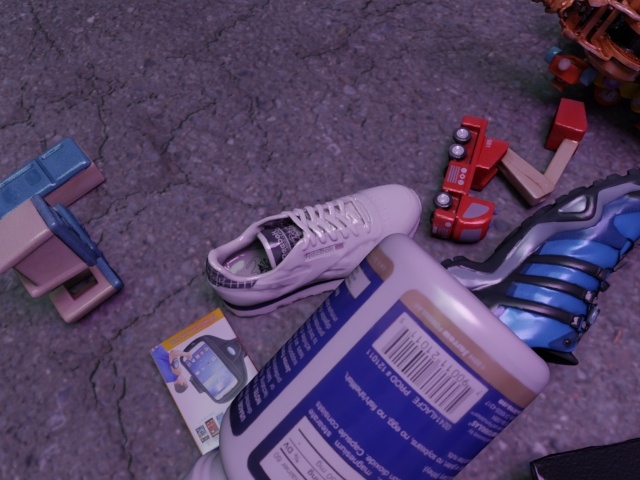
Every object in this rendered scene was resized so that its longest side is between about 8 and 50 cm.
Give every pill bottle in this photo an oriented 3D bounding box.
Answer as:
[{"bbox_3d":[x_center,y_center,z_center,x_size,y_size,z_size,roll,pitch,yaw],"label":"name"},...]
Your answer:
[{"bbox_3d":[0.021,0.136,0.427,0.264,0.153,0.153,-47,65,7],"label":"pill bottle"}]

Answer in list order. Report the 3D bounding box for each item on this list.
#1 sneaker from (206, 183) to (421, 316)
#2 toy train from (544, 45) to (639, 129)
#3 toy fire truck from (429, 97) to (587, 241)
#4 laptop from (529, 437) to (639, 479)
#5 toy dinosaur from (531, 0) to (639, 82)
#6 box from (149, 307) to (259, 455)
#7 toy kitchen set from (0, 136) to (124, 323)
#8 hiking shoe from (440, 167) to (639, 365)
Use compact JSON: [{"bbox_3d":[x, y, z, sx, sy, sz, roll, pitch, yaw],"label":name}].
[{"bbox_3d":[0.000,0.000,0.581,0.235,0.094,0.090,-27,61,-10],"label":"sneaker"},{"bbox_3d":[0.325,-0.155,0.635,0.166,0.046,0.125,42,39,24],"label":"toy train"},{"bbox_3d":[0.204,-0.076,0.625,0.135,0.047,0.191,15,66,12],"label":"toy fire truck"},{"bbox_3d":[0.310,0.246,0.367,0.235,0.136,0.264,-5,61,-13],"label":"laptop"},{"bbox_3d":[0.331,-0.230,0.578,0.322,0.164,0.218,34,47,-24],"label":"toy dinosaur"},{"bbox_3d":[-0.098,0.141,0.554,0.081,0.028,0.136,-32,62,-11],"label":"box"},{"bbox_3d":[-0.279,-0.041,0.590,0.122,0.166,0.207,-39,65,-14],"label":"toy kitchen set"},{"bbox_3d":[0.213,0.048,0.536,0.304,0.113,0.132,-29,70,1],"label":"hiking shoe"}]
